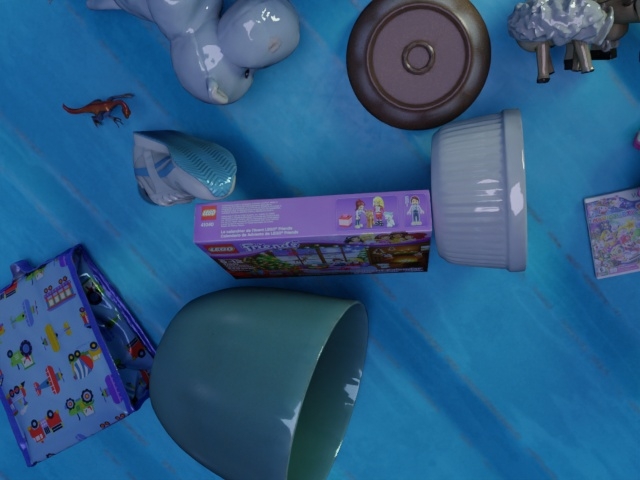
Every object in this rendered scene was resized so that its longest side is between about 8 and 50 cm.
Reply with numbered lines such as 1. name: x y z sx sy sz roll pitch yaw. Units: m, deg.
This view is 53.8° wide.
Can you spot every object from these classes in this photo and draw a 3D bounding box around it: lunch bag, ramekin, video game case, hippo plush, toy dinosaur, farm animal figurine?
1. lunch bag: -0.414 0.164 0.996 0.221 0.138 0.293 -29 91 16
2. ramekin: 0.205 -0.061 0.816 0.109 0.207 0.207 -3 105 16
3. video game case: 0.429 -0.011 0.900 0.087 0.011 0.122 -12 103 10
4. hippo plush: -0.160 -0.283 0.776 0.294 0.234 0.236 -30 99 13
5. toy dinosaur: -0.310 -0.185 0.906 0.082 0.090 0.047 -4 97 53
6. farm animal figurine: 0.413 -0.303 0.718 0.327 0.330 0.172 1 110 36

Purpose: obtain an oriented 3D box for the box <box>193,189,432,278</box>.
1. box: 0.000 0.000 0.855 0.293 0.201 0.057 -3 72 8

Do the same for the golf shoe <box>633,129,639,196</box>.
1. golf shoe: 0.496 -0.027 0.817 0.140 0.115 0.306 -11 78 21

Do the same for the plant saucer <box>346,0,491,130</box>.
1. plant saucer: 0.132 -0.247 0.856 0.199 0.036 0.198 2 106 7

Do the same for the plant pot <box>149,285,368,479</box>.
1. plant pot: -0.091 0.197 0.886 0.235 0.293 0.293 13 107 19

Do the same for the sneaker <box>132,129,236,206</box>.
1. sneaker: -0.186 -0.088 0.866 0.087 0.229 0.092 -9 115 -35
